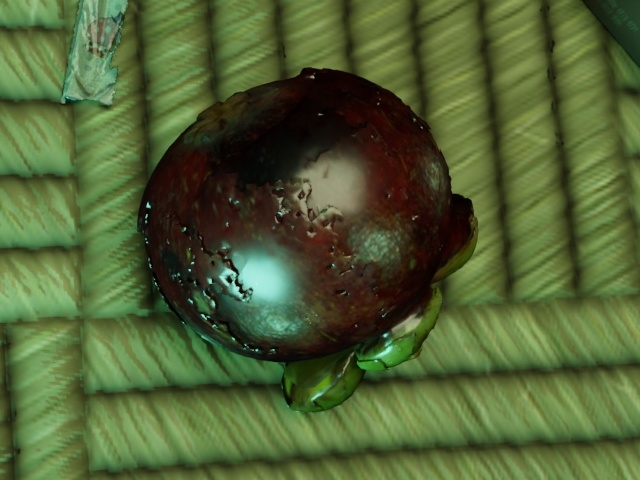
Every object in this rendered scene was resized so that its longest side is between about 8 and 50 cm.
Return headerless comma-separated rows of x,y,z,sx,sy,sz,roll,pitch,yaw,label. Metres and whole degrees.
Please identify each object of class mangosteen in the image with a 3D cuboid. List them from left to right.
0.000,0.000,0.905,0.166,0.166,0.180,-52,123,-19,mangosteen

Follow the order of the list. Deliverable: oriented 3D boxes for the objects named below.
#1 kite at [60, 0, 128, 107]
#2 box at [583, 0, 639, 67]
-0.100,-0.249,1.009,0.406,0.014,0.368,12,74,-12,kite
0.249,-0.201,1.051,0.215,0.086,0.215,-41,89,-20,box
